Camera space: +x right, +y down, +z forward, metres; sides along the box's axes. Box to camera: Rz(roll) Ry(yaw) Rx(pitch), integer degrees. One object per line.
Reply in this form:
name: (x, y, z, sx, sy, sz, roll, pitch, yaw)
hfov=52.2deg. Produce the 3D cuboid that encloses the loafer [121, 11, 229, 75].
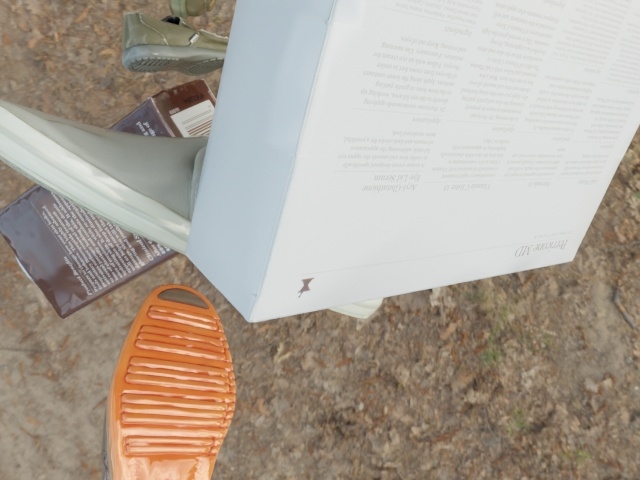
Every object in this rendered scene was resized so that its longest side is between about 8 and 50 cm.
loafer: (-0.211, -0.314, 1.027, 0.094, 0.251, 0.087, -12, 95, 30)

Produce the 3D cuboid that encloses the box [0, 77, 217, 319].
box: (-0.277, -0.049, 0.942, 0.381, 0.143, 0.191, -26, 102, 29)

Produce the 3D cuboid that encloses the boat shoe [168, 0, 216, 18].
boat shoe: (-0.060, -0.327, 0.584, 0.089, 0.104, 0.285, 20, 89, -8)

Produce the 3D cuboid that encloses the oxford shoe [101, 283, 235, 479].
oxford shoe: (-0.173, 0.220, 0.660, 0.130, 0.363, 0.133, 18, 145, -27)

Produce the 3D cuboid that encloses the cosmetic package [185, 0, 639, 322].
cosmetic package: (0.111, -0.107, 0.472, 0.097, 0.377, 0.284, 37, 120, 41)

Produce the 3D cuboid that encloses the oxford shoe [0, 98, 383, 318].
oxford shoe: (-0.089, -0.043, 0.613, 0.449, 0.169, 0.130, 23, 94, -39)
